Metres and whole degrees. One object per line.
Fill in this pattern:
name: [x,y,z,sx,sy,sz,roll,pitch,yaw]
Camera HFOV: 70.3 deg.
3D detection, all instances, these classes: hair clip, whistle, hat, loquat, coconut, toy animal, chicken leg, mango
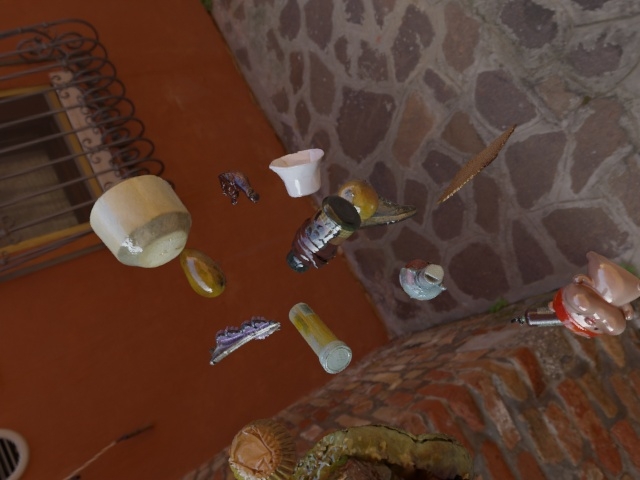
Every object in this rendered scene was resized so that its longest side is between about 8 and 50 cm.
hair clip: [-0.251,0.311,1.454,0.106,0.292,0.085,50,-160,-36]
whistle: [0.329,0.119,1.434,0.142,0.133,0.346,54,177,10]
hat: [-0.067,-0.224,1.550,0.203,0.203,0.126,19,129,54]
loquat: [0.151,-0.159,1.849,0.172,0.205,0.149,39,136,-4]
coconut: [-0.425,-0.053,1.072,0.222,0.202,0.202,49,148,14]
toy animal: [0.689,0.147,1.142,0.171,0.171,0.198,43,107,36]
chicken leg: [-0.211,-0.137,1.152,0.205,0.053,0.093,10,116,65]
mango: [-0.378,0.093,1.426,0.227,0.099,0.136,38,151,39]

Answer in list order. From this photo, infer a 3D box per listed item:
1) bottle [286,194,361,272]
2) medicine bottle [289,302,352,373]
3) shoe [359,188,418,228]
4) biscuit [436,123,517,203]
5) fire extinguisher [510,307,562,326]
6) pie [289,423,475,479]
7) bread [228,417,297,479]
bottle: [0.000,0.000,1.374,0.271,0.143,0.156,-48,32,32]
medicine bottle: [-0.007,0.228,1.102,0.218,0.073,0.074,39,143,56]
shoe: [0.273,-0.153,2.078,0.132,0.336,0.171,147,112,-80]
biscuit: [0.412,-0.197,1.220,0.013,0.232,0.237,43,141,0]
fire extinguisher: [0.847,0.294,1.728,0.231,0.099,0.071,-9,94,24]
pie: [0.068,0.481,0.728,0.418,0.394,0.180,-57,29,23]
bread: [-0.194,0.721,1.531,0.240,0.239,0.139,51,167,26]
